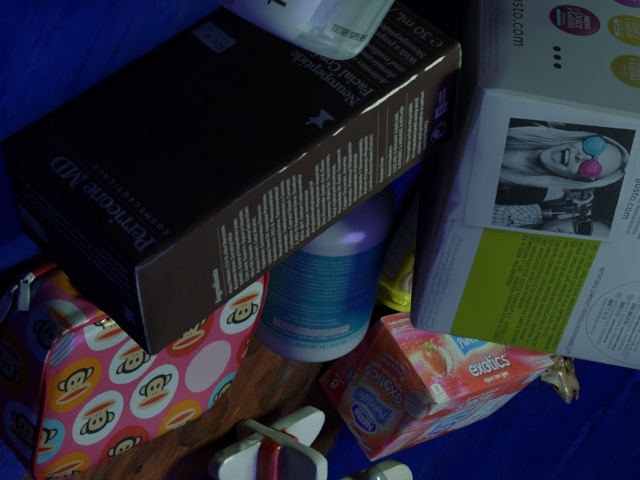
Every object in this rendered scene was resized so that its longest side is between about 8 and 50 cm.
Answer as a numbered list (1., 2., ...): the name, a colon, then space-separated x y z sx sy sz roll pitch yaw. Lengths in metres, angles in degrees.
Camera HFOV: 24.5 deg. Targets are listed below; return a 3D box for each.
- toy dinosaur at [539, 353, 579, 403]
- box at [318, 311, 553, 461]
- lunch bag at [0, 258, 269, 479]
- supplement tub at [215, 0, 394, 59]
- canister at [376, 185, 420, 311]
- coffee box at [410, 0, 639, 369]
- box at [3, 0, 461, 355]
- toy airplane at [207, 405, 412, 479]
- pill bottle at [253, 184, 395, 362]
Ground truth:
1. toy dinosaur: 0.348 0.123 2.314 0.200 0.127 0.295 -29 132 -53
2. box: 0.163 0.181 2.045 0.300 0.142 0.154 -11 151 -50
3. lunch bag: -0.188 0.088 1.469 0.293 0.120 0.258 -22 142 -40
4. supplement tub: 0.028 -0.331 1.158 0.207 0.207 0.338 6 121 -58
5. canister: 0.143 0.000 1.896 0.126 0.073 0.170 -7 130 -54
6. coffee box: 0.296 -0.104 1.564 0.337 0.335 0.338 -82 -178 -46
7. box: -0.072 -0.091 1.340 0.381 0.191 0.143 -38 150 -23
8. toy airplane: -0.045 0.416 1.932 0.386 0.272 0.384 -47 152 -3
9. pill bottle: 0.000 0.000 1.604 0.146 0.146 0.264 -30 148 -33
